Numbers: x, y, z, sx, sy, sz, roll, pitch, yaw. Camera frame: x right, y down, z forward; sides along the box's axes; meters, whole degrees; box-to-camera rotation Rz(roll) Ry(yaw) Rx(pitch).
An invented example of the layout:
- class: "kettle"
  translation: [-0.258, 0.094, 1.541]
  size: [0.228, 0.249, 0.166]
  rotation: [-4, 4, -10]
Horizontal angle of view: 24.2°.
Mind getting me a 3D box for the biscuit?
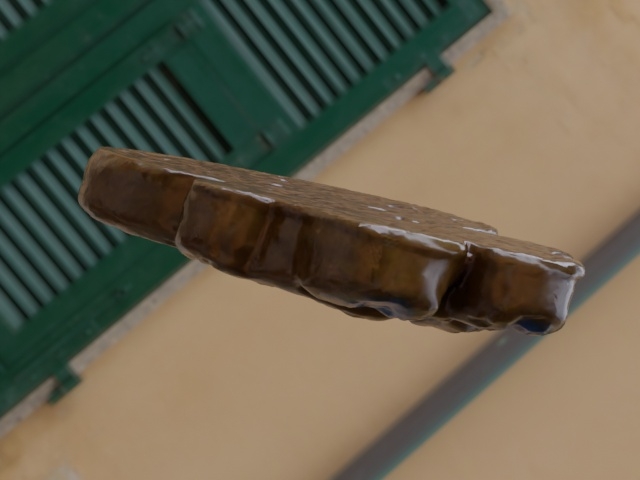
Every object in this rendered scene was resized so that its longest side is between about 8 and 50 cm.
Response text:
- class: "biscuit"
  translation: [0.000, 0.000, 0.406]
  size: [0.124, 0.026, 0.175]
  rotation: [9, 5, -22]
